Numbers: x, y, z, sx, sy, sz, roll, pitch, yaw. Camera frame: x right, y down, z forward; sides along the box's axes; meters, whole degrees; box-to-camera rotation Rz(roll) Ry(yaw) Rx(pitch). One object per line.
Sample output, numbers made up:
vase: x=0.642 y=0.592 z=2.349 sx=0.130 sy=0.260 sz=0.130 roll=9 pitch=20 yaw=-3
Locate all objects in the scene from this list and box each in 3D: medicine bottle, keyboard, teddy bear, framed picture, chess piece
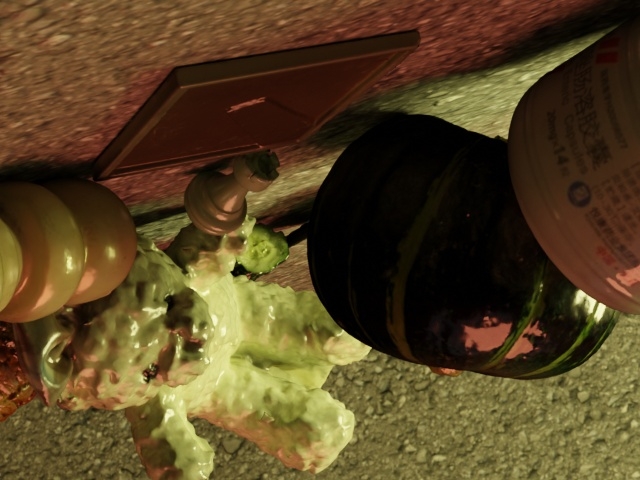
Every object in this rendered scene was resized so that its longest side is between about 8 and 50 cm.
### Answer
medicine bottle: x=0.343 y=-0.096 z=1.504 sx=0.306 sy=0.245 sz=0.245 roll=-33 pitch=163 yaw=37
keyboard: x=-0.008 y=-0.011 z=2.159 sx=0.103 sy=0.041 sz=0.381 roll=-34 pitch=177 yaw=-31
teddy bear: x=-0.125 y=0.115 z=1.884 sx=0.375 sy=0.327 sz=0.362 roll=16 pitch=174 yaw=0
framed picture: x=-0.063 y=-0.111 z=1.482 sx=0.213 sy=0.016 sz=0.289 roll=-12 pitch=172 yaw=-22
chess piece: x=-0.083 y=-0.054 z=1.702 sx=0.067 sy=0.067 sz=0.103 roll=-8 pitch=160 yaw=-39
chess piece: x=-0.282 y=0.016 z=1.509 sx=0.167 sy=0.167 sz=0.299 roll=-20 pitch=175 yaw=33

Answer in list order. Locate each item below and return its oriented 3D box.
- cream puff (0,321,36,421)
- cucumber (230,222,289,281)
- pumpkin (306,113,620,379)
cream puff: x=-0.350 y=0.096 z=1.930 sx=0.169 sy=0.183 sz=0.183 roll=-29 pitch=169 yaw=13
cucumber: x=-0.155 y=0.042 z=2.174 sx=0.265 sy=0.077 sz=0.077 roll=-22 pitch=169 yaw=41
pumpkin: x=0.144 y=0.013 z=1.704 sx=0.323 sy=0.241 sz=0.323 roll=20 pitch=179 yaw=0
